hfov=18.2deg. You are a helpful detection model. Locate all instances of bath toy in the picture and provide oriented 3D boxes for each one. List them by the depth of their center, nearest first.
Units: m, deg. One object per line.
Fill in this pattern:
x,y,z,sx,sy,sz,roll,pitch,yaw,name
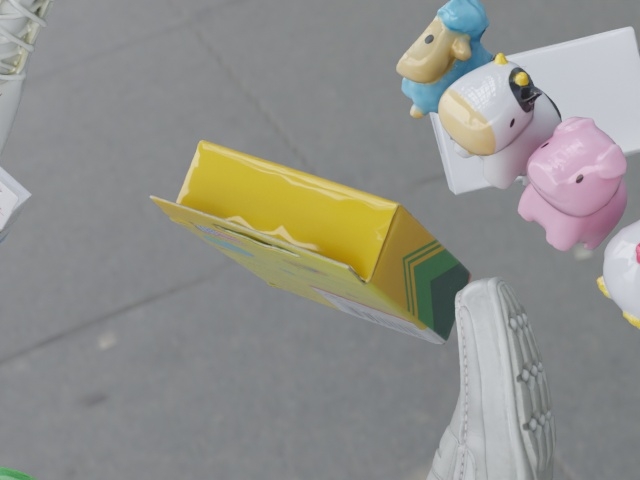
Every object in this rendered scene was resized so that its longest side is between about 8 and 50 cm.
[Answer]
0.218,-0.068,1.753,0.348,0.129,0.151,45,28,26,bath toy

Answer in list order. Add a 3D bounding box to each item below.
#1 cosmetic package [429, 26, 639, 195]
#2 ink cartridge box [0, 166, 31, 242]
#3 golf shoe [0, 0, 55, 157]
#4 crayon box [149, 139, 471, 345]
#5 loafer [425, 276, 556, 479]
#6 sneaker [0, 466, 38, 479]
0.237,-0.140,2.180,0.225,0.138,0.224,-15,3,3,cosmetic package
-0.258,-0.031,1.557,0.028,0.048,0.083,-47,-2,-44,ink cartridge box
-0.218,-0.178,1.322,0.140,0.306,0.115,16,13,43,golf shoe
0.000,0.000,1.802,0.202,0.318,0.081,19,83,21,crayon box
0.130,0.190,1.584,0.111,0.319,0.112,-6,-1,20,loafer
-0.225,0.312,1.861,0.109,0.295,0.123,-47,-3,-26,sneaker
